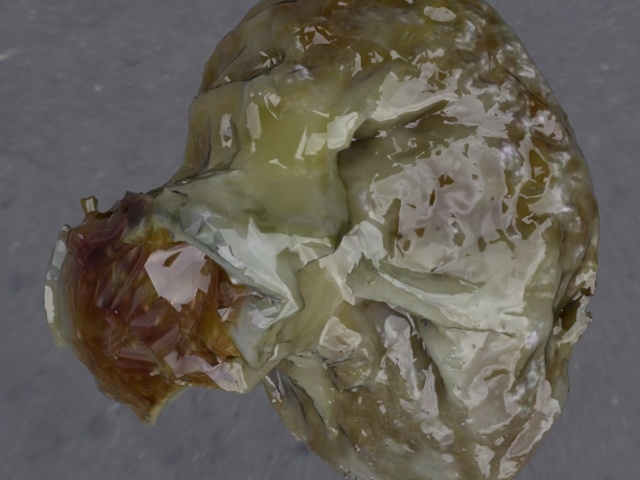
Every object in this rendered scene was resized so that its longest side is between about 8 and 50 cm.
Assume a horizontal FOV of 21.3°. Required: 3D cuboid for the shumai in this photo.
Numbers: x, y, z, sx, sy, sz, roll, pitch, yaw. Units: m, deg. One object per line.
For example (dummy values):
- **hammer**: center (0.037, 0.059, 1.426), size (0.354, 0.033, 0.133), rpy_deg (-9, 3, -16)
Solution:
- **shumai**: center (0.000, 0.000, 0.621), size (0.161, 0.153, 0.209), rpy_deg (-2, 92, 41)
